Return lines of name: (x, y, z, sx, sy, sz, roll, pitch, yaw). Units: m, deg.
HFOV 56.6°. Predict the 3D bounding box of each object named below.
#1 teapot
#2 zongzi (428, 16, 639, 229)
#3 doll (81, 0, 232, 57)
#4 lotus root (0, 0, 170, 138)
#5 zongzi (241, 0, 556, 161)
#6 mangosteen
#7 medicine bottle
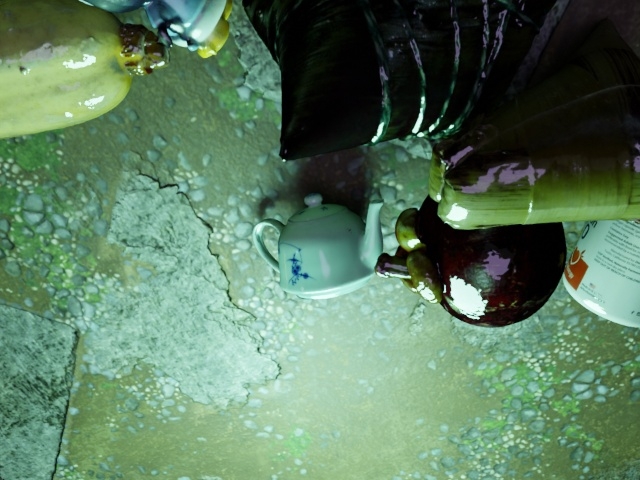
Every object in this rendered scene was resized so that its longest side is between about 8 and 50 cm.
teapot: (0.000, 0.000, 0.888, 0.231, 0.159, 0.159, -6, 121, 31)
zongzi: (0.259, -0.158, 0.719, 0.273, 0.300, 0.145, -3, 148, 3)
doll: (-0.238, -0.328, 0.669, 0.141, 0.177, 0.314, -20, 145, 37)
lotus root: (-0.361, -0.228, 0.770, 0.342, 0.152, 0.169, -12, 137, 3)
zongzi: (0.080, -0.195, 0.659, 0.382, 0.362, 0.319, 4, 137, -3)
mangosteen: (0.203, 0.015, 0.828, 0.265, 0.228, 0.228, -13, 118, -6)
medicine bottle: (0.472, -0.032, 0.840, 0.156, 0.157, 0.289, 11, 118, -4)
